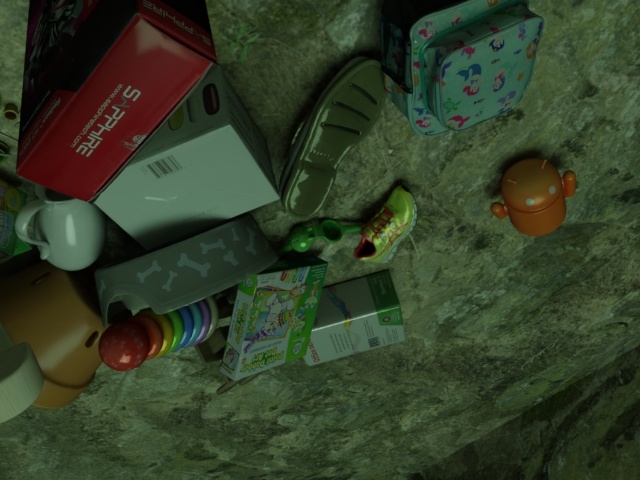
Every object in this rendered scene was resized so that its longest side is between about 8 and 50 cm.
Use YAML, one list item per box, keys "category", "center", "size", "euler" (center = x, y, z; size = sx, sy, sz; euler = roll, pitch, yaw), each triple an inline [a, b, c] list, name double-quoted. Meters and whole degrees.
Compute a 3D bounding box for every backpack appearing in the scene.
- category: "backpack"
  center: [0.213, -0.281, 0.973]
  size: [0.225, 0.191, 0.254]
  euler: [-24, 151, -11]

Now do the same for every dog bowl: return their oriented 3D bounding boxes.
- category: "dog bowl"
  center: [-0.256, 0.046, 1.172]
  size: [0.348, 0.102, 0.349]
  euler: [-20, -172, 3]

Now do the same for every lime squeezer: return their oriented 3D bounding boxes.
- category: "lime squeezer"
  center: [0.000, 0.000, 1.387]
  size: [0.310, 0.059, 0.110]
  euler: [-18, 144, 3]

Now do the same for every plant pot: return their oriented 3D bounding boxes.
- category: "plant pot"
  center: [-0.520, 0.158, 1.256]
  size: [0.203, 0.291, 0.291]
  euler: [-37, 141, 3]

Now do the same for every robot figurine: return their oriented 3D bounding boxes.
- category: "robot figurine"
  center: [0.463, -0.092, 1.362]
  size: [0.158, 0.128, 0.219]
  euler: [12, 157, 32]

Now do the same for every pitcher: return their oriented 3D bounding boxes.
- category: "pitcher"
  center: [-0.459, -0.025, 1.099]
  size: [0.125, 0.178, 0.207]
  euler: [28, 138, 8]

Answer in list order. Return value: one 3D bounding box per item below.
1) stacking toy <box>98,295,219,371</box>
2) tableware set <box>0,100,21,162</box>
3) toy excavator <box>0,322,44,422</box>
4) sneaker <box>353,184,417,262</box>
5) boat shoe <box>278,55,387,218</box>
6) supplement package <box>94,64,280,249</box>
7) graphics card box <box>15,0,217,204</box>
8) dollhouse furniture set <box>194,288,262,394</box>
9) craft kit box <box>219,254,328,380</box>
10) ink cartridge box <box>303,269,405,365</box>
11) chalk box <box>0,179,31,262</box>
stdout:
- category: "stacking toy"
  center: [-0.321, 0.178, 1.244]
  size: [0.141, 0.141, 0.330]
  euler: [-24, -179, 13]
- category: "tableware set"
  center: [-0.532, -0.170, 0.999]
  size: [0.154, 0.024, 0.104]
  euler: [-35, 139, 26]
- category: "toy excavator"
  center: [-0.685, 0.135, 1.022]
  size: [0.444, 0.433, 0.222]
  euler: [-11, 129, -10]
- category: "sneaker"
  center: [0.135, -0.027, 1.343]
  size: [0.094, 0.081, 0.209]
  euler: [-5, 132, -34]
- category: "boat shoe"
  center: [0.006, -0.190, 1.093]
  size: [0.113, 0.103, 0.302]
  euler: [21, 111, -32]
- category: "supplement package"
  center: [-0.235, -0.132, 1.050]
  size: [0.261, 0.145, 0.204]
  euler: [-21, 144, 8]
- category: "graphics card box"
  center: [-0.235, -0.255, 0.692]
  size: [0.094, 0.371, 0.232]
  euler: [22, 132, -40]
- category: "dollhouse furniture set"
  center: [-0.221, 0.250, 1.524]
  size: [0.161, 0.212, 0.242]
  euler: [-41, 162, 32]
- category: "craft kit box"
  center: [-0.099, 0.165, 1.396]
  size: [0.249, 0.061, 0.247]
  euler: [-8, 119, -53]
- category: "ink cartridge box"
  center: [0.070, 0.208, 1.638]
  size: [0.278, 0.117, 0.201]
  euler: [-16, 144, 2]
- category: "chalk box"
  center: [-0.594, -0.034, 1.053]
  size: [0.132, 0.132, 0.213]
  euler: [-18, 147, 25]
